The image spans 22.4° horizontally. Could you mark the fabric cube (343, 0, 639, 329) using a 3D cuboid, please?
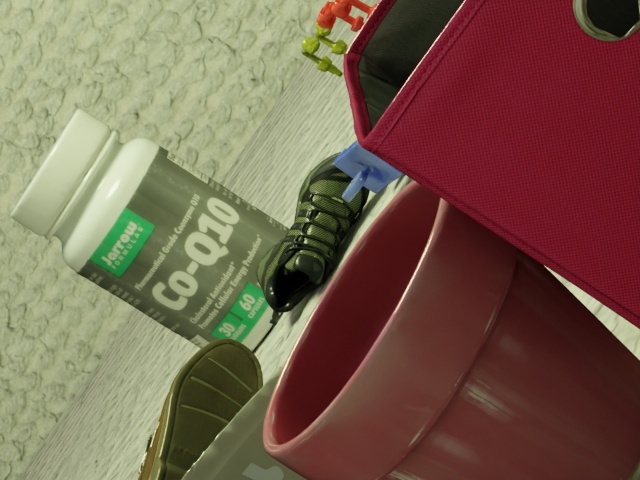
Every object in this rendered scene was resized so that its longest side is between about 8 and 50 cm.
[{"bbox_3d":[0.189,-0.109,0.881,0.254,0.258,0.259,-54,11,14],"label":"fabric cube"}]

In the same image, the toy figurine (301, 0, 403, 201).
[{"bbox_3d":[0.049,-0.143,1.859,0.217,0.191,0.362,-66,11,-17],"label":"toy figurine"}]

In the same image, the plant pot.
[{"bbox_3d":[0.091,0.086,0.966,0.201,0.180,0.201,-54,11,16],"label":"plant pot"}]

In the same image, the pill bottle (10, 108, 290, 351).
[{"bbox_3d":[-0.214,-0.007,2.150,0.204,0.361,0.204,-55,11,16],"label":"pill bottle"}]

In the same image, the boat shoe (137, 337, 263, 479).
[{"bbox_3d":[-0.156,0.244,1.841,0.104,0.111,0.307,-46,15,44],"label":"boat shoe"}]

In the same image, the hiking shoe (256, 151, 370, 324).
[{"bbox_3d":[0.000,0.000,1.971,0.226,0.086,0.114,-60,20,24],"label":"hiking shoe"}]

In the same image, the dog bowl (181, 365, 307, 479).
[{"bbox_3d":[-0.072,0.249,1.213,0.348,0.102,0.349,-53,-8,-11],"label":"dog bowl"}]
